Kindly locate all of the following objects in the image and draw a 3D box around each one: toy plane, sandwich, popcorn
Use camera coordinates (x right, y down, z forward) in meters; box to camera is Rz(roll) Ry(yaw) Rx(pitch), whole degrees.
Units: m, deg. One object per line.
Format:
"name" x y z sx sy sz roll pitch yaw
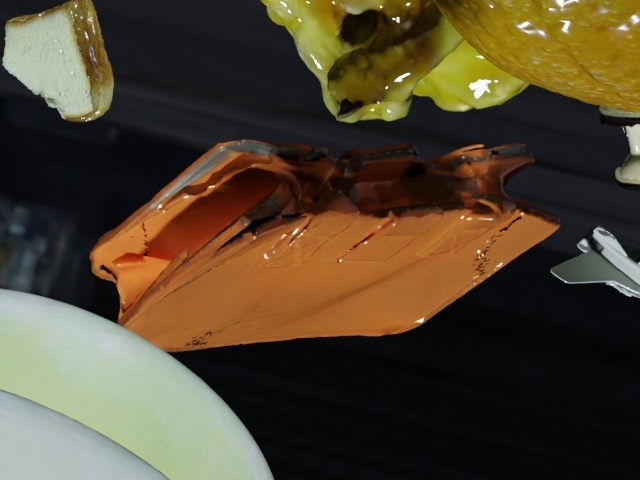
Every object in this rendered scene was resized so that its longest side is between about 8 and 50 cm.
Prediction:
"toy plane" 0.344 0.047 1.940 0.160 0.234 0.082 120 175 -75
"sandwich" -0.223 -0.148 1.698 0.036 0.093 0.105 -27 -81 -57
"popcorn" 0.091 -0.267 1.664 0.290 0.321 0.326 37 -142 -79

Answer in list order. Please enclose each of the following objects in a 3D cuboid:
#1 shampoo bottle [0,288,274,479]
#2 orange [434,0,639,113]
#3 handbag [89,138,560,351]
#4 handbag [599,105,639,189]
"shampoo bottle" -0.177 0.206 0.934 0.322 0.322 0.317 113 178 -47
"orange" 0.177 -0.225 1.053 0.357 0.322 0.322 -38 -30 -58
"handbag" 0.000 0.000 1.978 0.303 0.410 0.116 -37 64 44
"handbag" 0.373 -0.205 1.569 0.358 0.236 0.160 -58 -41 -40
